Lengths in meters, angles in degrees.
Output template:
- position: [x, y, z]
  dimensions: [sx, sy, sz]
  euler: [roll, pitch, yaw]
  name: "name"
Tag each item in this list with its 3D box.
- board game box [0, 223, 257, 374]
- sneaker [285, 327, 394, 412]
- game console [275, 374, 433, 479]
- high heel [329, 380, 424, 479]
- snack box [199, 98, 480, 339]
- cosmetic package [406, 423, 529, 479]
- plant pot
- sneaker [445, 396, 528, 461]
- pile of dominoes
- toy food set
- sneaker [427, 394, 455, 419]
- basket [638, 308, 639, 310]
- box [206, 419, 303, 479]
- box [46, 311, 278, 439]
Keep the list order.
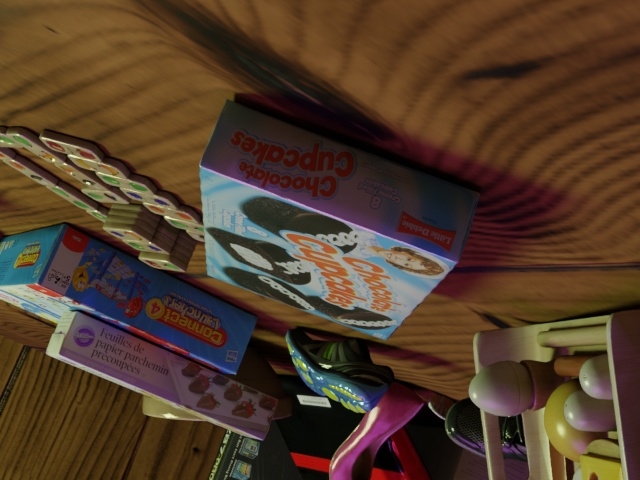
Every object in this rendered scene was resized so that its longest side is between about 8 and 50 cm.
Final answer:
- position: [-0.294, 0.088, 1.445]
  dimensions: [0.302, 0.086, 0.308]
  euler: [29, 162, -26]
  name: "board game box"
- position: [0.023, 0.160, 1.319]
  dimensions: [0.188, 0.078, 0.067]
  euler: [23, 142, 47]
  name: "sneaker"
- position: [0.063, 0.383, 1.736]
  dimensions: [0.386, 0.060, 0.342]
  euler: [-11, 105, 59]
  name: "game console"
- position: [0.086, 0.317, 1.523]
  dimensions: [0.117, 0.244, 0.082]
  euler: [19, -162, 30]
  name: "high heel"
- position: [0.000, 0.000, 0.833]
  dimensions: [0.187, 0.060, 0.322]
  euler: [20, 164, 1]
  name: "snack box"
- position: [0.234, 0.417, 1.764]
  dimensions: [0.151, 0.151, 0.183]
  euler: [28, 162, -24]
  name: "cosmetic package"
- position: [-0.160, 0.220, 1.614]
  dimensions: [0.237, 0.110, 0.237]
  euler: [2, 177, 0]
  name: "plant pot"
- position: [0.265, 0.229, 1.227]
  dimensions: [0.227, 0.087, 0.130]
  euler: [15, 162, 10]
  name: "sneaker"
- position: [-0.223, -0.036, 1.028]
  dimensions: [0.196, 0.040, 0.251]
  euler: [6, 159, 42]
  name: "pile of dominoes"
- position: [0.191, 0.173, 0.812]
  dimensions: [0.092, 0.220, 0.306]
  euler: [-5, 174, -8]
  name: "toy food set"
- position: [0.185, 0.248, 1.483]
  dimensions: [0.083, 0.032, 0.037]
  euler: [27, 163, -21]
  name: "sneaker"
- position: [0.323, 0.182, 0.836]
  dimensions: [0.289, 0.201, 0.255]
  euler: [48, 167, 5]
  name: "basket"
- position: [-0.066, 0.505, 1.983]
  dimensions: [0.318, 0.395, 0.097]
  euler: [25, 165, -14]
  name: "box"
- position: [-0.210, 0.188, 1.395]
  dimensions: [0.324, 0.063, 0.067]
  euler: [28, 161, -26]
  name: "box"
